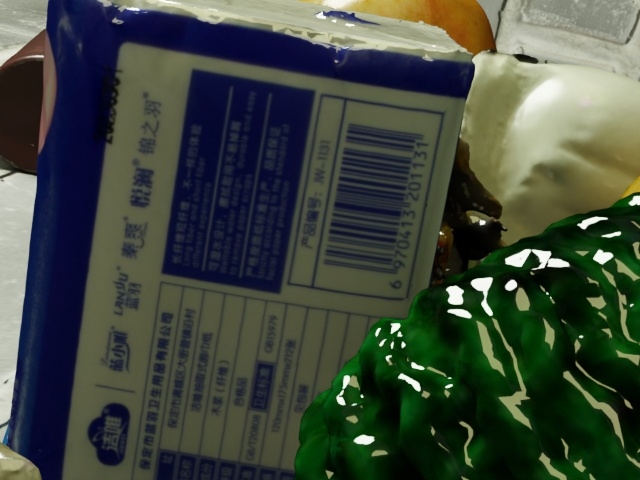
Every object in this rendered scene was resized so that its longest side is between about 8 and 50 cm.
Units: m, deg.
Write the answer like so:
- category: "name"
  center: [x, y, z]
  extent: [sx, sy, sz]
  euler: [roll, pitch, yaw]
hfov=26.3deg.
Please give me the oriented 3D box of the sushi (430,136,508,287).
- category: "sushi"
  center: [0.002, -0.001, 0.949]
  extent: [0.213, 0.204, 0.200]
  euler: [46, -16, -8]

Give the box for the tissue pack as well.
- category: "tissue pack"
  center: [-0.046, 0.010, 0.704]
  extent: [0.209, 0.269, 0.137]
  euler: [9, 15, 1]

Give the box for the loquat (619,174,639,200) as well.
- category: "loquat"
  center: [0.314, 0.027, 1.017]
  extent: [0.208, 0.208, 0.208]
  euler: [11, 16, -3]

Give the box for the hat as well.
- category: "hat"
  center: [0.160, 0.156, 0.525]
  extent: [0.274, 0.242, 0.332]
  euler: [-19, 51, -19]

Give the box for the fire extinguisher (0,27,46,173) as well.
- category: "fire extinguisher"
  center: [-0.256, -0.156, 1.411]
  extent: [0.135, 0.114, 0.337]
  euler: [51, 10, -15]

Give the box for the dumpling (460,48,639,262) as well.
- category: "dumpling"
  center: [0.207, -0.033, 1.146]
  extent: [0.243, 0.226, 0.175]
  euler: [15, -15, -4]

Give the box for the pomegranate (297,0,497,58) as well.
- category: "pomegranate"
  center: [0.052, -0.157, 1.354]
  extent: [0.264, 0.264, 0.264]
  euler: [11, 16, -3]

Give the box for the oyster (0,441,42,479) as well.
- category: "oyster"
  center: [-0.312, 0.068, 0.626]
  extent: [0.396, 0.111, 0.204]
  euler: [6, 14, -4]

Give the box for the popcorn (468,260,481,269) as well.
- category: "popcorn"
  center: [0.105, -0.036, 1.226]
  extent: [0.145, 0.125, 0.126]
  euler: [-4, 29, -15]
